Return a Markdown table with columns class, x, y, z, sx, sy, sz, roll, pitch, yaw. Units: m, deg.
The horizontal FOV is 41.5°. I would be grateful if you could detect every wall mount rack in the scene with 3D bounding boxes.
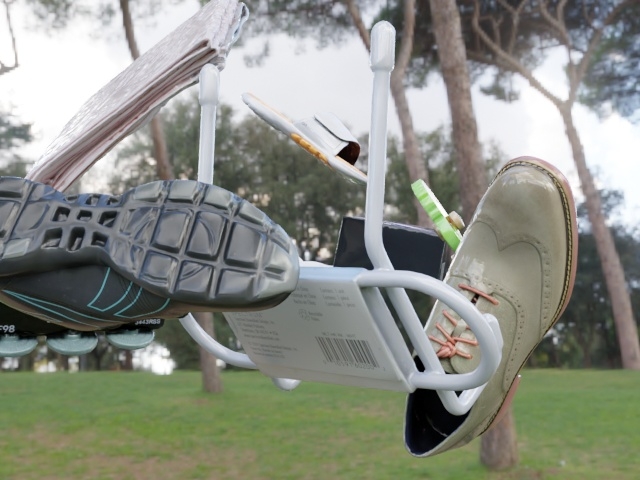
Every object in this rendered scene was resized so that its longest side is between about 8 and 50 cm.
| class | x | y | z | sx | sy | sz | roll | pitch | yaw |
| --- | --- | --- | --- | --- | --- | --- | --- | --- | --- |
| wall mount rack | 0.000 | 0.000 | 0.708 | 0.350 | 0.304 | 0.130 | -2 | 33 | 43 |

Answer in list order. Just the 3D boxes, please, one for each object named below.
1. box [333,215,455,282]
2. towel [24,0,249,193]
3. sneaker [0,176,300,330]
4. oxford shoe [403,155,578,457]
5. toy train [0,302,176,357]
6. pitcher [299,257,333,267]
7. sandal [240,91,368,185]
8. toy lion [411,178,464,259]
| class | x | y | z | sx | sy | sz | roll | pitch | yaw |
| --- | --- | --- | --- | --- | --- | --- | --- | --- | --- |
| box | 0.145 | 0.019 | 1.535 | 0.184 | 0.103 | 0.261 | 9 | 3 | 13 |
| towel | -0.236 | -0.196 | 1.116 | 0.317 | 0.053 | 0.332 | -34 | 21 | 15 |
| sneaker | -0.145 | 0.015 | 0.631 | 0.267 | 0.101 | 0.106 | 8 | -36 | 7 |
| oxford shoe | 0.170 | 0.084 | 0.876 | 0.123 | 0.348 | 0.130 | 24 | 28 | 29 |
| toy train | -0.382 | 0.077 | 1.282 | 0.334 | 0.142 | 0.190 | 0 | 27 | -27 |
| pitcher | -0.023 | 0.136 | 1.660 | 0.125 | 0.207 | 0.177 | -6 | 12 | -37 |
| sandal | -0.013 | -0.185 | 1.374 | 0.265 | 0.076 | 0.102 | 37 | 2 | 13 |
| toy lion | 0.140 | -0.023 | 0.975 | 0.034 | 0.100 | 0.096 | -35 | -50 | 11 |
